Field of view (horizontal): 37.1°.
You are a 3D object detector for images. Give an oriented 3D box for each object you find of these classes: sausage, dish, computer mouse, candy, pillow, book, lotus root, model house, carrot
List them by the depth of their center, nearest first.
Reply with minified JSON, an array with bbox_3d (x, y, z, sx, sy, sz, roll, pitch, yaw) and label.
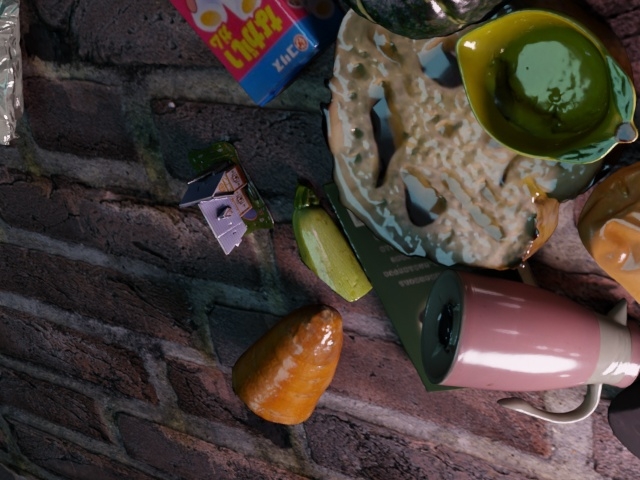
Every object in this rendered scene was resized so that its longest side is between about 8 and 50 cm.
[{"bbox_3d":[0.240,-0.162,0.981,0.208,0.080,0.149,35,123,17],"label":"dish"},{"bbox_3d":[0.389,0.009,1.067,0.136,0.120,0.241,-33,127,22],"label":"sausage"},{"bbox_3d":[0.168,-0.145,1.150,0.375,0.111,0.390,48,131,-1],"label":"lotus root"},{"bbox_3d":[0.487,0.214,1.204,0.137,0.086,0.270,44,147,-5],"label":"computer mouse"},{"bbox_3d":[-0.115,-0.345,1.260,0.306,0.100,0.157,51,137,-3],"label":"candy"},{"bbox_3d":[0.179,0.049,1.363,0.260,0.043,0.371,-13,110,44],"label":"book"},{"bbox_3d":[-0.166,-0.061,1.523,0.117,0.088,0.167,-9,115,42],"label":"model house"},{"bbox_3d":[-0.041,0.183,1.577,0.159,0.159,0.225,37,127,10],"label":"carrot"},{"bbox_3d":[-0.636,-0.350,1.653,0.310,0.138,0.283,30,127,15],"label":"pillow"}]

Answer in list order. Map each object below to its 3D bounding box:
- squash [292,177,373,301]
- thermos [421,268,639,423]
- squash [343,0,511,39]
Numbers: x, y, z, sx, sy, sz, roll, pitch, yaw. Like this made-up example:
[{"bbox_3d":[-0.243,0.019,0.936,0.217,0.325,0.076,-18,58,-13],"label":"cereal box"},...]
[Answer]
[{"bbox_3d":[-0.002,0.002,1.451,0.075,0.090,0.200,-27,96,35],"label":"squash"},{"bbox_3d":[0.272,0.140,1.216,0.265,0.146,0.176,11,101,-12],"label":"thermos"},{"bbox_3d":[0.111,-0.339,0.987,0.252,0.165,0.252,-6,78,31],"label":"squash"}]
